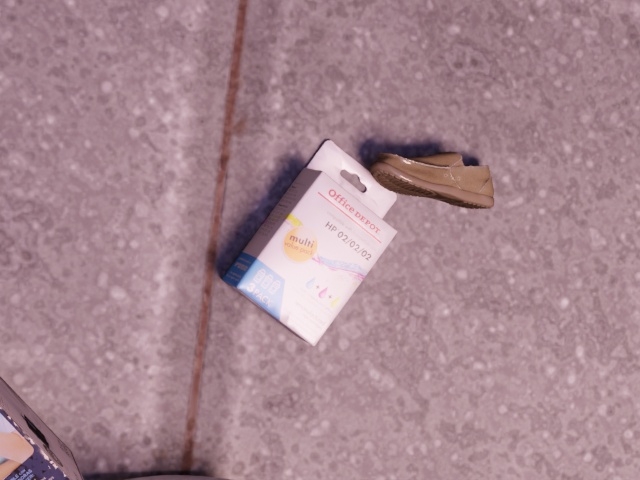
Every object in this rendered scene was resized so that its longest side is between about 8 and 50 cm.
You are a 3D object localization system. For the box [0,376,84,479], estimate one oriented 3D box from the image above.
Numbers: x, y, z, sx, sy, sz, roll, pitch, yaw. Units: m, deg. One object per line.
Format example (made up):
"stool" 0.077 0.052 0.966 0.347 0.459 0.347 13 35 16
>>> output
"box" -0.342 0.141 1.339 0.087 0.169 0.290 -41 107 -7

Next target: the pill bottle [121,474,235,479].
"pill bottle" -0.138 0.420 1.414 0.204 0.204 0.361 1 95 -18

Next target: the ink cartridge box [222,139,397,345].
"ink cartridge box" 0.000 0.000 1.485 0.104 0.061 0.181 38 84 -18

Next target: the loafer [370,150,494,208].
"loafer" 0.116 -0.069 1.521 0.148 0.056 0.050 15 79 -32
